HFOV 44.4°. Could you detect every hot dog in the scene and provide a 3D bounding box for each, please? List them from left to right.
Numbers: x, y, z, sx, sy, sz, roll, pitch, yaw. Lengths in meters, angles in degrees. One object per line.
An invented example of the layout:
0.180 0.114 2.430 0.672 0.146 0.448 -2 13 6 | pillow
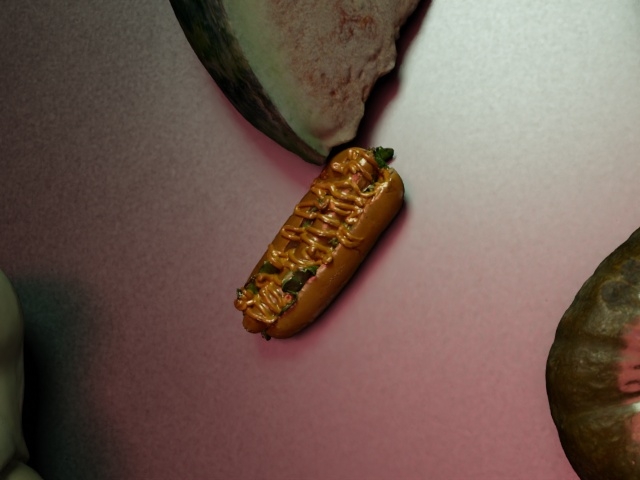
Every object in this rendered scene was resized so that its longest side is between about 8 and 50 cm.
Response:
0.000 0.000 0.628 0.072 0.055 0.188 37 95 21 | hot dog

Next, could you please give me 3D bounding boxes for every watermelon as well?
-0.032 -0.231 0.637 0.232 0.193 0.310 -32 50 28 | watermelon

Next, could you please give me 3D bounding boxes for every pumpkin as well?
0.250 0.088 0.478 0.219 0.162 0.218 -3 79 14 | pumpkin

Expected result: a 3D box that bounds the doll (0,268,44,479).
-0.328 0.173 0.631 0.215 0.226 0.370 -14 70 -20 | doll
